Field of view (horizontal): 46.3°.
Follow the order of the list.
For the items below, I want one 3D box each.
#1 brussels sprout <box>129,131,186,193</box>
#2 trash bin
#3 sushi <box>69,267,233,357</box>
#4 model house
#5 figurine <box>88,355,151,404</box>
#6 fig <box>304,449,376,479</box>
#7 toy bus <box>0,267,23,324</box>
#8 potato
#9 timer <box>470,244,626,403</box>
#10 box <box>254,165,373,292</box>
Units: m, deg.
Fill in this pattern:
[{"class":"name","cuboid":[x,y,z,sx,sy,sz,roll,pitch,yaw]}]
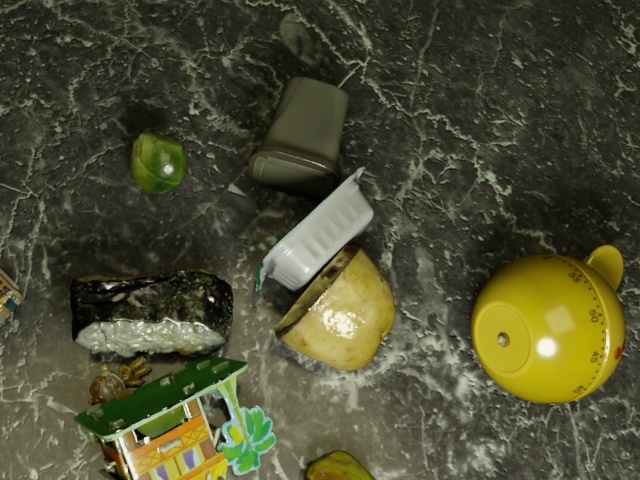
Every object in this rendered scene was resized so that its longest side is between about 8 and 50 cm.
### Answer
[{"class":"brussels sprout","cuboid":[-0.390,-0.186,1.807,0.117,0.155,0.155,7,66,-44]},{"class":"trash bin","cuboid":[-0.041,-0.247,1.836,0.219,0.219,0.250,16,63,-5]},{"class":"sushi","cuboid":[-0.367,0.154,1.650,0.350,0.211,0.171,1,60,-13]},{"class":"model house","cuboid":[-0.284,0.440,1.590,0.357,0.242,0.313,-24,104,-34]},{"class":"figurine","cuboid":[-0.448,0.310,1.662,0.101,0.068,0.143,35,65,-16]},{"class":"fig","cuboid":[0.049,0.531,1.620,0.165,0.154,0.144,-2,113,25]},{"class":"toy bus","cuboid":[-0.755,0.097,1.674,0.182,0.091,0.103,42,71,8]},{"class":"potato","cuboid":[0.057,0.172,1.710,0.242,0.242,0.285,39,77,5]},{"class":"timer","cuboid":[0.544,0.197,1.725,0.386,0.376,0.376,-4,71,-34]},{"class":"box","cuboid":[0.000,0.000,1.729,0.336,0.264,0.106,-43,85,-18]}]
